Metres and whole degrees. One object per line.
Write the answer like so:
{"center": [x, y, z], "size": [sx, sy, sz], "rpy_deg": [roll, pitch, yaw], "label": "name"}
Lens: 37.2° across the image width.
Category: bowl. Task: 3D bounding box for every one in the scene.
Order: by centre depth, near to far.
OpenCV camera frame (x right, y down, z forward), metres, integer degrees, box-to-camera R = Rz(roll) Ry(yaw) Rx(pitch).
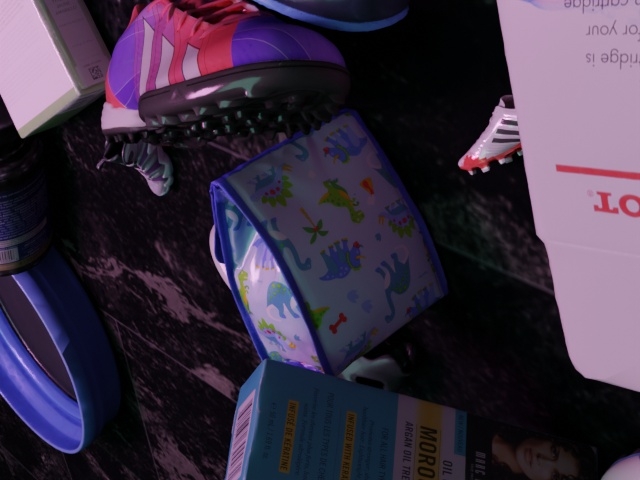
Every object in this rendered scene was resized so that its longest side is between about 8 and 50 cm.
{"center": [-0.416, 0.112, 1.329], "size": [0.391, 0.077, 0.391], "rpy_deg": [32, 139, 32], "label": "bowl"}

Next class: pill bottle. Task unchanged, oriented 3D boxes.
{"center": [-0.375, -0.070, 1.085], "size": [0.123, 0.123, 0.219], "rpy_deg": [40, 142, 24], "label": "pill bottle"}

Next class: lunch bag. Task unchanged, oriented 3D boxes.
{"center": [0.000, 0.000, 0.660], "size": [0.096, 0.129, 0.151], "rpy_deg": [3, 120, 50], "label": "lunch bag"}

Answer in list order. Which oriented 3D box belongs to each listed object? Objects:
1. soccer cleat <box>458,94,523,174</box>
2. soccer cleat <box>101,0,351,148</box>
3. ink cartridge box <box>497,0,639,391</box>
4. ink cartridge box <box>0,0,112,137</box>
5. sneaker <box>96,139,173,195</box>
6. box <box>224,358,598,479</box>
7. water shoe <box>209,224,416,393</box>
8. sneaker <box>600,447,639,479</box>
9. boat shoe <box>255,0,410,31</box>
{"center": [0.110, -0.066, 0.560], "size": [0.083, 0.029, 0.036], "rpy_deg": [-28, 85, 53], "label": "soccer cleat"}
{"center": [-0.079, -0.126, 0.642], "size": [0.318, 0.108, 0.116], "rpy_deg": [-174, 86, -64], "label": "soccer cleat"}
{"center": [0.181, -0.100, 0.355], "size": [0.207, 0.119, 0.353], "rpy_deg": [12, 125, 46], "label": "ink cartridge box"}
{"center": [-0.296, -0.230, 0.916], "size": [0.171, 0.056, 0.235], "rpy_deg": [-14, 102, 55], "label": "ink cartridge box"}
{"center": [-0.175, -0.075, 0.874], "size": [0.038, 0.069, 0.098], "rpy_deg": [27, 136, 38], "label": "sneaker"}
{"center": [0.062, 0.161, 0.618], "size": [0.244, 0.101, 0.060], "rpy_deg": [17, 147, -14], "label": "box"}
{"center": [-0.002, 0.043, 0.770], "size": [0.203, 0.073, 0.080], "rpy_deg": [47, 124, 8], "label": "water shoe"}
{"center": [0.254, 0.185, 0.528], "size": [0.237, 0.086, 0.085], "rpy_deg": [18, 132, 46], "label": "sneaker"}
{"center": [-0.047, -0.218, 0.564], "size": [0.258, 0.109, 0.089], "rpy_deg": [39, 139, 22], "label": "boat shoe"}
